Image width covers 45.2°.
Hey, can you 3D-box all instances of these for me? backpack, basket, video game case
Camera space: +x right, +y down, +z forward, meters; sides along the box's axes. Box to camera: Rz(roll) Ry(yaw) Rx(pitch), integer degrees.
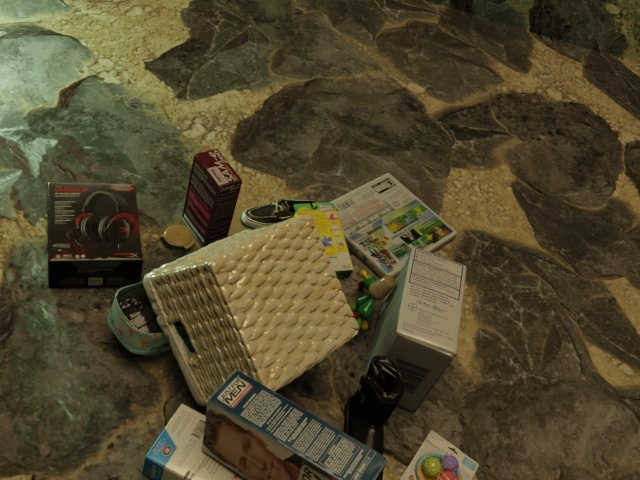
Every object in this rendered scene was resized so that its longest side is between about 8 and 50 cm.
[{"bbox_3d":[-0.390,0.178,1.763,0.188,0.144,0.166,-10,55,-52],"label":"backpack"},{"bbox_3d":[-0.150,0.148,1.700,0.331,0.266,0.328,-27,96,-41],"label":"basket"},{"bbox_3d":[0.198,-0.048,2.274,0.329,0.036,0.300,-28,63,-38],"label":"video game case"}]

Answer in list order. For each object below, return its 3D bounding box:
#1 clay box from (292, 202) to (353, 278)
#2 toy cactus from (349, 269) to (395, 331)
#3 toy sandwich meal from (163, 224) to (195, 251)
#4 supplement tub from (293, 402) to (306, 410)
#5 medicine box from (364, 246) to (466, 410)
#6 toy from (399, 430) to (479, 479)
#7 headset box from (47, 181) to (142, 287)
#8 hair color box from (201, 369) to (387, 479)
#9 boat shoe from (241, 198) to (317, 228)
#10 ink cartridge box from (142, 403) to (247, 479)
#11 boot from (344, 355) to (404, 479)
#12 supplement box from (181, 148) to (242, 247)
[{"bbox_3d":[0.000,0.000,2.119,0.128,0.053,0.222,-3,59,-22],"label":"clay box"},{"bbox_3d":[0.117,0.139,1.966,0.112,0.180,0.219,43,38,-5],"label":"toy cactus"},{"bbox_3d":[-0.372,-0.007,2.033,0.086,0.029,0.085,7,46,-7],"label":"toy sandwich meal"},{"bbox_3d":[-0.042,0.459,1.662,0.106,0.106,0.197,-12,54,-29],"label":"supplement tub"},{"bbox_3d":[0.229,0.215,1.876,0.149,0.263,0.289,21,45,-2],"label":"medicine box"},{"bbox_3d":[0.265,0.536,1.735,0.137,0.056,0.237,35,46,12],"label":"toy"},{"bbox_3d":[-0.567,-0.028,1.922,0.218,0.110,0.293,0,49,-19],"label":"headset box"},{"bbox_3d":[-0.059,0.416,1.496,0.347,0.173,0.105,27,41,18],"label":"hair color box"},{"bbox_3d":[-0.114,-0.085,2.169,0.220,0.070,0.077,-6,51,-25],"label":"boat shoe"},{"bbox_3d":[-0.243,0.458,1.601,0.203,0.085,0.148,28,44,6],"label":"ink cartridge box"},{"bbox_3d":[0.116,0.402,1.700,0.094,0.207,0.246,9,47,-12],"label":"boot"},{"bbox_3d":[-0.286,-0.105,2.005,0.073,0.239,0.130,-20,58,-34],"label":"supplement box"}]
